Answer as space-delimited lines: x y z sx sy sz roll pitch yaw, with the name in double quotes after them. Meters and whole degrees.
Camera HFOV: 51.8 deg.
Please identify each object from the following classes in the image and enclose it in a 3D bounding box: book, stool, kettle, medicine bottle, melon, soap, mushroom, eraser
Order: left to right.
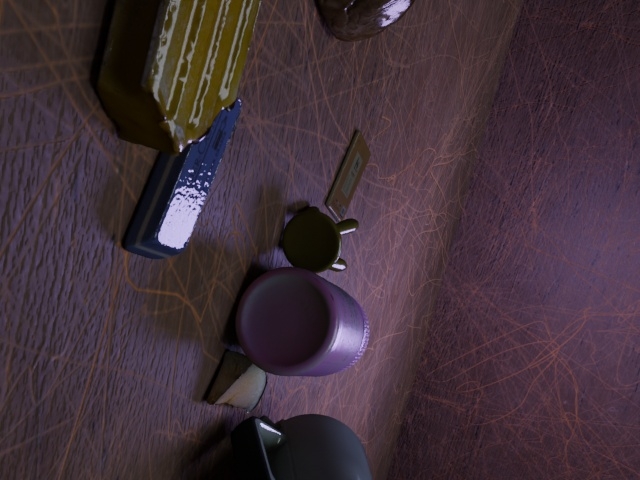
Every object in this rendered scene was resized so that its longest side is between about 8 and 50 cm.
-0.162 -0.082 0.789 0.082 0.036 0.225 41 69 -71 "eraser"
-0.135 -0.216 0.669 0.160 0.080 0.257 0 108 -68 "soap"
-0.134 0.254 1.157 0.098 0.054 0.182 -61 159 -10 "melon"
-0.033 0.472 1.220 0.250 0.361 0.376 -34 -170 -1 "kettle"
-0.020 0.153 1.175 0.178 0.178 0.291 -69 162 -5 "medicine bottle"
0.000 0.000 1.191 0.135 0.134 0.110 -29 176 17 "stool"
0.060 -0.130 1.377 0.172 0.012 0.118 -67 160 -11 "book"
0.086 -0.413 0.978 0.156 0.151 0.285 -55 155 -34 "mushroom"
